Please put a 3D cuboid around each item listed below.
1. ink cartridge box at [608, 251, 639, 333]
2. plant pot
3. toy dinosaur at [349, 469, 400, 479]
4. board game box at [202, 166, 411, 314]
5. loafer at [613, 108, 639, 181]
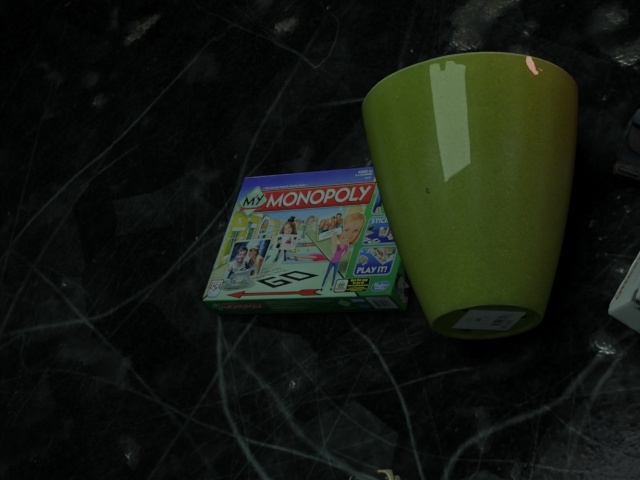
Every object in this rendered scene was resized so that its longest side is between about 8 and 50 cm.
[{"bbox_3d":[0.409,0.027,1.647,0.082,0.191,0.140,31,75,2],"label":"ink cartridge box"},{"bbox_3d":[0.195,-0.038,1.830,0.274,0.274,0.294,-15,65,27],"label":"plant pot"},{"bbox_3d":[0.079,0.323,1.771,0.183,0.053,0.093,-14,65,37],"label":"toy dinosaur"},{"bbox_3d":[0.000,0.000,2.072,0.317,0.046,0.214,-4,57,34],"label":"board game box"},{"bbox_3d":[0.457,-0.058,1.758,0.095,0.109,0.302,-58,35,12],"label":"loafer"}]
